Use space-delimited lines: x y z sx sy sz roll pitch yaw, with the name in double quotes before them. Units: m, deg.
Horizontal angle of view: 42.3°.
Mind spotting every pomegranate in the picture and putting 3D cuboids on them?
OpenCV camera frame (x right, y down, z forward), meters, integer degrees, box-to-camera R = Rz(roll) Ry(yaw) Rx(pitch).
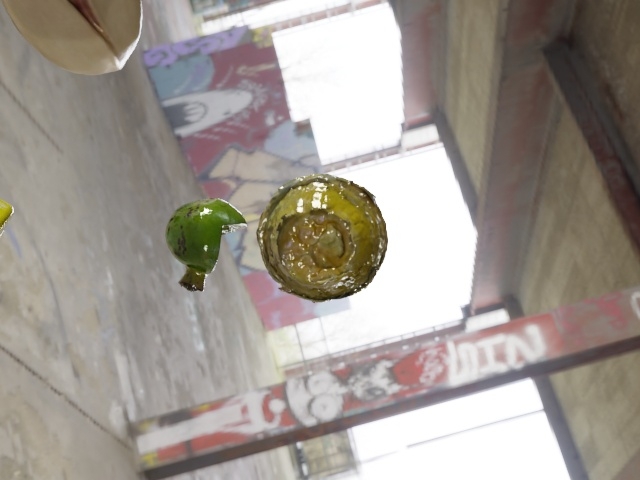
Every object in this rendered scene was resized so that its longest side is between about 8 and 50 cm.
"pomegranate" -0.220 -0.002 1.474 0.122 0.169 0.143 40 -9 -23

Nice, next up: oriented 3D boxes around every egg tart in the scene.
"egg tart" 0.000 0.000 1.859 0.120 0.314 0.315 -55 131 -76

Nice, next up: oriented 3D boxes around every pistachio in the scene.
"pistachio" -0.363 -0.363 1.183 0.299 0.187 0.188 65 8 -57

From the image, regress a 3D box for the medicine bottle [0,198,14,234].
"medicine bottle" -0.710 -0.067 1.582 0.212 0.122 0.122 33 12 -14
